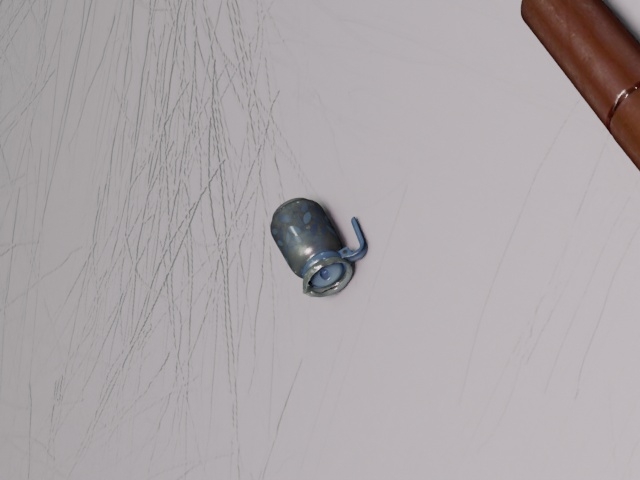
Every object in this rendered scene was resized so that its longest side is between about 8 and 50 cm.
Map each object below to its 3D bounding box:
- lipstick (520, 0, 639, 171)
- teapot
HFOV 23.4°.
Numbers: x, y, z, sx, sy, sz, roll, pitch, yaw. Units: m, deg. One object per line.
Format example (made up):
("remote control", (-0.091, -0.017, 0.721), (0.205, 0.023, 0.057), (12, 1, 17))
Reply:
("lipstick", (0.236, -0.054, 1.006), (0.057, 0.057, 0.357), (-54, 45, 27))
("teapot", (-0.001, 0.003, 1.287), (0.049, 0.063, 0.083), (96, 151, -48))
